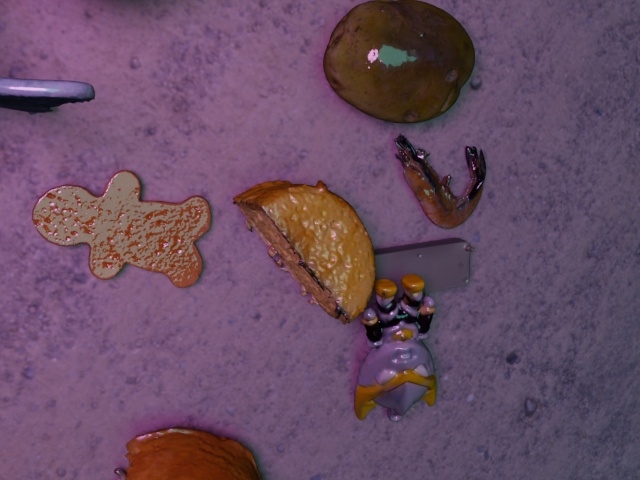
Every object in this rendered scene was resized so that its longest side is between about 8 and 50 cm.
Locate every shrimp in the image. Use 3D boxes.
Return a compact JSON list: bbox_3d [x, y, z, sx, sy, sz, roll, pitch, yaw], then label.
[{"bbox_3d":[0.221,-0.124,1.015,0.152,0.046,0.219,-45,116,-7],"label":"shrimp"}]

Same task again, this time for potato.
[{"bbox_3d":[0.128,-0.283,0.900,0.228,0.148,0.197,25,76,-20],"label":"potato"}]

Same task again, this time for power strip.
[{"bbox_3d":[0.172,0.080,1.030,0.215,0.061,0.145,-8,108,-18],"label":"power strip"}]

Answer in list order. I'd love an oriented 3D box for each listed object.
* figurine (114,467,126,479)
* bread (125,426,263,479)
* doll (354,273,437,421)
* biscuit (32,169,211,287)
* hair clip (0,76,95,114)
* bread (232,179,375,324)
[{"bbox_3d":[-0.328,0.406,0.918,0.050,0.047,0.083,35,94,-8],"label":"figurine"},{"bbox_3d":[-0.165,0.440,0.898,0.179,0.194,0.340,-19,103,-9],"label":"bread"},{"bbox_3d":[0.140,0.201,1.003,0.145,0.103,0.316,-21,122,-30],"label":"doll"},{"bbox_3d":[-0.290,-0.021,0.851,0.250,0.036,0.165,11,96,-26],"label":"biscuit"},{"bbox_3d":[-0.462,-0.228,0.597,0.392,0.318,0.238,-14,104,-16],"label":"hair clip"},{"bbox_3d":[-0.003,-0.004,0.899,0.147,0.160,0.260,-41,105,-15],"label":"bread"}]
